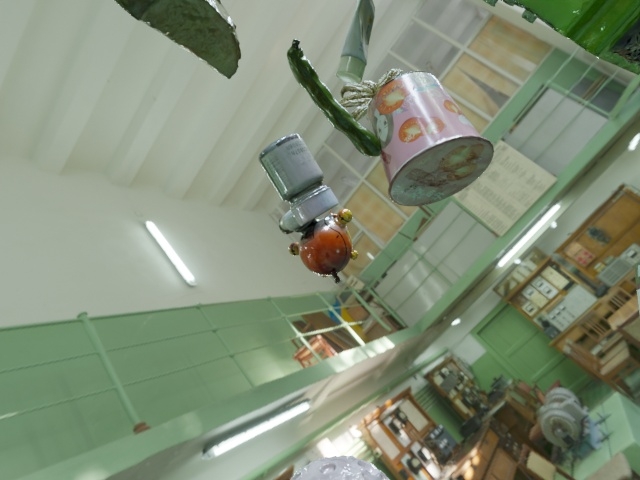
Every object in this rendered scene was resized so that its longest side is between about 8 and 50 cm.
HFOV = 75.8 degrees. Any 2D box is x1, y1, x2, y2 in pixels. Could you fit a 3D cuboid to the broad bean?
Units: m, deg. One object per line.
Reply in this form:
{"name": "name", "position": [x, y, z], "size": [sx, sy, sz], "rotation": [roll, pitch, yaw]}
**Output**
{"name": "broad bean", "position": [0.024, -0.246, 0.749], "size": [0.053, 0.256, 0.052], "rotation": [-33, 19, 29]}

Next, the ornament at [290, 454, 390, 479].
{"name": "ornament", "position": [0.041, 0.527, 0.754], "size": [0.259, 0.260, 0.225], "rotation": [-61, -9, 33]}

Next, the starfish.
{"name": "starfish", "position": [0.163, -0.423, 1.189], "size": [0.071, 0.239, 0.215], "rotation": [52, -124, -64]}

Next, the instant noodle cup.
{"name": "instant noodle cup", "position": [0.236, -0.237, 0.953], "size": [0.243, 0.231, 0.243], "rotation": [-13, -27, -7]}

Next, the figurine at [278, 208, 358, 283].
{"name": "figurine", "position": [-0.003, 0.000, 1.570], "size": [0.320, 0.323, 0.196], "rotation": [-35, 7, 32]}

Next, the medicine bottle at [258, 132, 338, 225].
{"name": "medicine bottle", "position": [-0.071, -0.199, 1.354], "size": [0.165, 0.273, 0.165], "rotation": [-31, 3, 2]}

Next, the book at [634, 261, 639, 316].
{"name": "book", "position": [0.939, 0.162, 1.080], "size": [0.201, 0.026, 0.289], "rotation": [135, 151, -62]}

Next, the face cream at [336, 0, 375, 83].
{"name": "face cream", "position": [0.103, -0.530, 1.069], "size": [0.114, 0.070, 0.223], "rotation": [16, -89, -67]}

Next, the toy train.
{"name": "toy train", "position": [0.350, -0.343, 0.530], "size": [0.308, 0.248, 0.173], "rotation": [-12, -32, -41]}

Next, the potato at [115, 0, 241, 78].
{"name": "potato", "position": [-0.232, -0.378, 0.641], "size": [0.270, 0.255, 0.112], "rotation": [34, -76, -20]}
